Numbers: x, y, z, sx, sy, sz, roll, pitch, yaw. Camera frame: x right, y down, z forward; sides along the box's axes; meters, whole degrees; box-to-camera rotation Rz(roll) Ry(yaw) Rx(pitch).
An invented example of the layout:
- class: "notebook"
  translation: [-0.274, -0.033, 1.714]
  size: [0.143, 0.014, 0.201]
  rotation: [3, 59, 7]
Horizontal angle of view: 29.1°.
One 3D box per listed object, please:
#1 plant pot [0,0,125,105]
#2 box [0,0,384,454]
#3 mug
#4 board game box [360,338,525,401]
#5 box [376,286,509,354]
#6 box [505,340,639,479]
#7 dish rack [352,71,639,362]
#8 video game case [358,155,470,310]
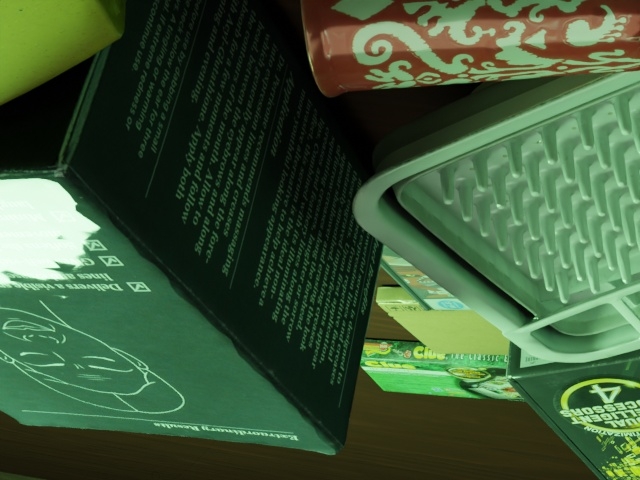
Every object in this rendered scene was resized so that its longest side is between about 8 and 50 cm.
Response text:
- class: "plant pot"
  translation: [-0.198, -0.174, 0.561]
  size: [0.187, 0.212, 0.212]
  rotation: [-7, 156, 9]
- class: "box"
  translation: [-0.161, -0.029, 0.833]
  size: [0.293, 0.212, 0.395]
  rotation: [1, 151, 24]
- class: "mug"
  translation: [0.080, -0.139, 0.629]
  size: [0.169, 0.113, 0.150]
  rotation: [1, 159, 14]
- class: "board game box"
  translation: [0.179, 0.154, 1.437]
  size: [0.259, 0.030, 0.136]
  rotation: [2, 160, 20]
- class: "box"
  translation: [0.180, 0.084, 1.266]
  size: [0.201, 0.021, 0.164]
  rotation: [-2, 156, 28]
- class: "box"
  translation: [0.402, 0.126, 1.036]
  size: [0.395, 0.097, 0.318]
  rotation: [-14, 139, 32]
- class: "dish rack"
  translation: [0.209, -0.032, 0.822]
  size: [0.285, 0.072, 0.333]
  rotation: [-21, 145, 29]
- class: "video game case"
  translation: [0.156, -0.001, 1.042]
  size: [0.248, 0.035, 0.275]
  rotation: [-1, 156, 27]
